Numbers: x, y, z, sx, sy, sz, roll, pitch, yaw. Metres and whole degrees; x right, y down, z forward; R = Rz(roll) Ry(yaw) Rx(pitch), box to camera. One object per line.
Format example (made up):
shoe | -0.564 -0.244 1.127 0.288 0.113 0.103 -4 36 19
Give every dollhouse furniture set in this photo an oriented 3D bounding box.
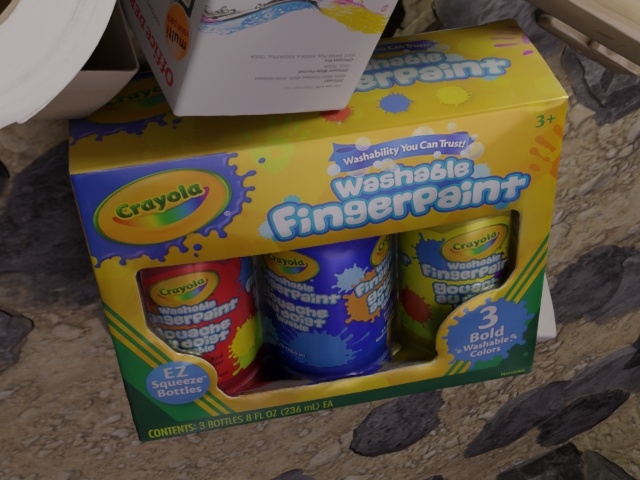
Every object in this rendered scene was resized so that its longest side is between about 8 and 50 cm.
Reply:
dollhouse furniture set | 0.346 -0.340 1.029 0.198 0.286 0.303 28 98 -10

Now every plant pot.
plant pot | -0.229 -0.158 0.864 0.109 0.109 0.096 -6 155 -31

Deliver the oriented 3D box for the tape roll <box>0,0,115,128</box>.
tape roll | -0.264 -0.197 0.629 0.246 0.169 0.246 -15 119 -28

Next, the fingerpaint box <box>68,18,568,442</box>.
fingerpaint box | 0.000 0.000 1.045 0.445 0.163 0.371 -9 131 -7

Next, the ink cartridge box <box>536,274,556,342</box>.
ink cartridge box | 0.169 0.104 1.456 0.283 0.117 0.207 6 159 -42

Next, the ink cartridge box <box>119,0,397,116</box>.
ink cartridge box | -0.042 -0.238 0.815 0.168 0.171 0.232 -6 142 -31
